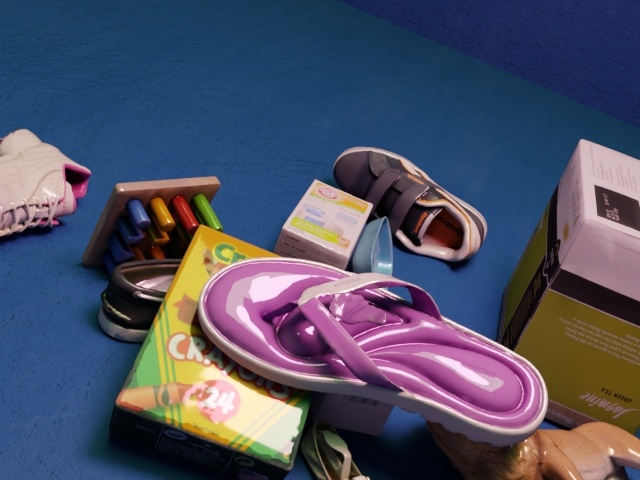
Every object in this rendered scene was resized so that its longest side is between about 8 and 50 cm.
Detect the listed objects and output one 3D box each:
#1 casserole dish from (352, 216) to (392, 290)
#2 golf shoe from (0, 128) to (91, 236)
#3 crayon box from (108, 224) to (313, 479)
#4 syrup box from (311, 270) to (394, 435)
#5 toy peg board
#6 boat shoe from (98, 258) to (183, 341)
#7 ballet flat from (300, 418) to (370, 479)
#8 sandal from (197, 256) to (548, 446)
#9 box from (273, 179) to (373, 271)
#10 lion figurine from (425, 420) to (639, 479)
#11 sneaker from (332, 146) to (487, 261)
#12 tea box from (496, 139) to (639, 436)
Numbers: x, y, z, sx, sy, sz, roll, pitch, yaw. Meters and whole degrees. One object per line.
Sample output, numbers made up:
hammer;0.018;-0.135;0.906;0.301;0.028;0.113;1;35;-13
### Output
casserole dish;0.085;0.036;1.309;0.037;0.114;0.188;-2;26;15
golf shoe;-0.424;-0.060;1.129;0.140;0.115;0.306;23;30;-5
crayon box;-0.096;0.113;0.972;0.202;0.081;0.318;21;49;-5
syrup box;0.040;0.144;1.105;0.093;0.096;0.237;14;31;-12
toy peg board;-0.223;-0.003;1.126;0.161;0.161;0.079;-9;56;-42
boat shoe;-0.148;0.071;1.105;0.302;0.091;0.114;-7;40;-40
ballet flat;0.027;0.275;0.924;0.057;0.052;0.168;-4;38;-37
sandal;0.070;0.100;0.917;0.416;0.102;0.169;18;48;-3
box;0.000;0.000;1.306;0.114;0.103;0.203;24;30;4
lion figurine;0.320;0.286;1.044;0.392;0.142;0.240;20;19;-33
sneaker;0.159;-0.070;1.502;0.321;0.126;0.127;28;24;8
tea box;0.430;0.071;1.244;0.220;0.323;0.329;23;30;5
